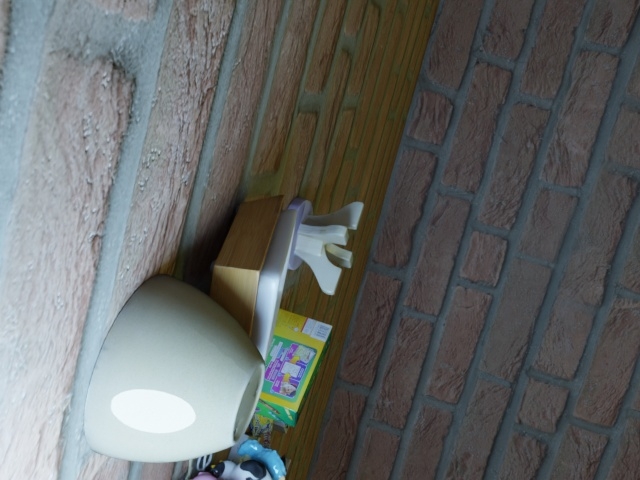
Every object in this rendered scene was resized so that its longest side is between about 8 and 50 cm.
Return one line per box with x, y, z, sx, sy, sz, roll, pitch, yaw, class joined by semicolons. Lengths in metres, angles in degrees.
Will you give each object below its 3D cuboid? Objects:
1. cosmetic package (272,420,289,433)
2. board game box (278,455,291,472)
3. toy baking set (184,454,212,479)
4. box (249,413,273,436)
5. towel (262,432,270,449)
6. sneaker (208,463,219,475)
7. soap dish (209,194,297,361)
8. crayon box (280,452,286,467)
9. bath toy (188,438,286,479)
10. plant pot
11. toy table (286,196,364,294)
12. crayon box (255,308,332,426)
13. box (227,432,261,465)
-0.100;0.515;2.457;0.099;0.060;0.239;88;21;-63;cosmetic package
-0.156;0.772;2.487;0.020;0.090;0.090;86;22;-63;board game box
-0.242;0.421;1.633;0.197;0.030;0.256;93;17;-54;toy baking set
-0.159;0.448;1.980;0.054;0.059;0.169;-125;-146;-46;box
-0.158;0.522;2.169;0.197;0.029;0.144;96;-4;-47;towel
-0.189;0.624;1.844;0.276;0.135;0.098;52;54;-65;sneaker
-0.126;0.073;1.323;0.291;0.118;0.229;-78;180;-61;soap dish
-0.184;0.750;2.044;0.202;0.081;0.318;-58;-169;21;crayon box
-0.222;0.539;1.586;0.151;0.129;0.348;-35;170;26;bath toy
-0.194;0.214;1.108;0.284;0.190;0.284;17;90;-80;plant pot
0.000;0.000;1.882;0.274;0.160;0.252;42;65;-78;toy table
-0.091;0.319;1.891;0.081;0.165;0.278;95;16;-49;crayon box
-0.219;0.605;2.030;0.186;0.038;0.145;70;38;-74;box
